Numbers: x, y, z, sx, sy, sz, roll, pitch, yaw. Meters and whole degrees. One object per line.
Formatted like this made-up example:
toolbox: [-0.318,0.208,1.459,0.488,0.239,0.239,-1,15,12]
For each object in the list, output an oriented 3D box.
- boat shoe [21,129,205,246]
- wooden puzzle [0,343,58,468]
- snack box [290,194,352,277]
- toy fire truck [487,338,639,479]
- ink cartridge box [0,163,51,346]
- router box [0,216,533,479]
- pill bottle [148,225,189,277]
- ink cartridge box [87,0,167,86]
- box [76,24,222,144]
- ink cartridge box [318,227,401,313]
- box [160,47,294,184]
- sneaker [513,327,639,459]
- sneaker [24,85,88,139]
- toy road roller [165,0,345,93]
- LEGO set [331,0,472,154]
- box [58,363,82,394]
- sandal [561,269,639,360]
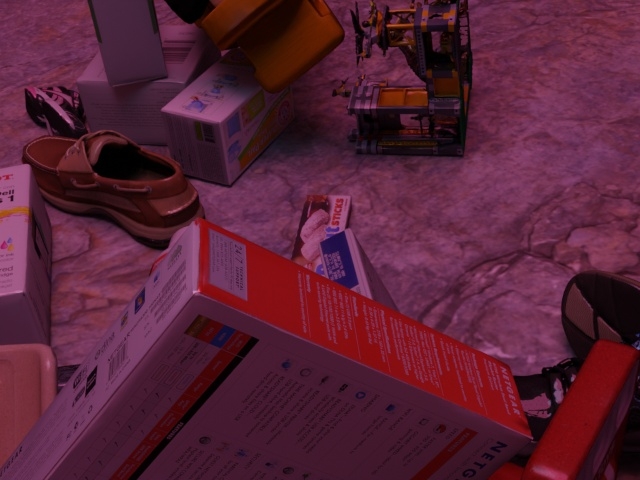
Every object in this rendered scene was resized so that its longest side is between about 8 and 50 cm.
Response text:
boat shoe: [-0.296,-0.102,1.444,0.324,0.119,0.122,20,46,29]
wooden puzzle: [-0.395,0.264,0.940,0.348,0.080,0.322,-4,81,8]
snack box: [0.000,0.000,1.354,0.064,0.022,0.178,2,39,8]
toy fire truck: [0.179,0.254,0.834,0.169,0.253,0.302,19,46,29]
ink cartridge box: [-0.457,0.036,1.300,0.202,0.117,0.278,-11,39,-6]
router box: [-0.058,0.177,0.814,0.301,0.335,0.082,27,31,-26]
pill bottle: [-0.158,0.071,1.222,0.108,0.108,0.193,-2,39,6]
ink cartridge box: [-0.298,-0.359,1.538,0.093,0.160,0.219,-11,40,-6]
box: [-0.262,-0.249,1.620,0.182,0.119,0.181,3,40,12]
ink cartridge box: [0.077,0.132,1.046,0.045,0.224,0.223,-27,37,10]
box: [-0.133,-0.191,1.534,0.103,0.114,0.203,15,43,24]
sneaker: [0.292,0.148,1.018,0.341,0.139,0.125,3,9,4]
sneaker: [-0.409,-0.210,1.636,0.077,0.072,0.178,-22,45,-28]
toy road roller: [-0.083,-0.348,1.484,0.203,0.240,0.329,-36,7,12]
LEGO set: [0.113,-0.277,1.476,0.192,0.331,0.254,2,60,12]
box: [-0.341,0.177,1.082,0.233,0.059,0.183,-8,-1,-1]
sandal: [0.403,0.119,1.102,0.303,0.120,0.086,21,19,27]
